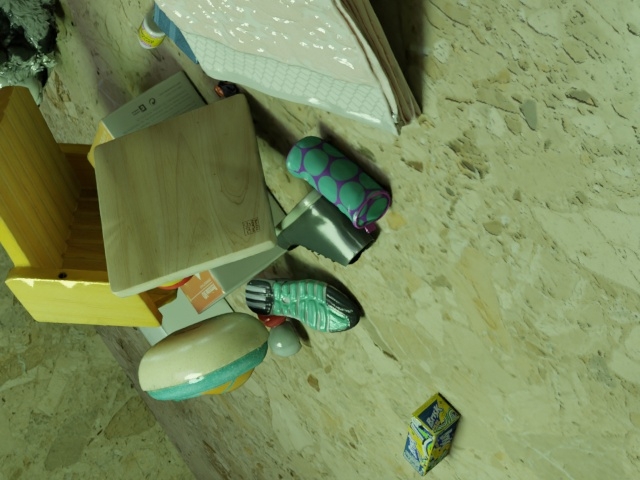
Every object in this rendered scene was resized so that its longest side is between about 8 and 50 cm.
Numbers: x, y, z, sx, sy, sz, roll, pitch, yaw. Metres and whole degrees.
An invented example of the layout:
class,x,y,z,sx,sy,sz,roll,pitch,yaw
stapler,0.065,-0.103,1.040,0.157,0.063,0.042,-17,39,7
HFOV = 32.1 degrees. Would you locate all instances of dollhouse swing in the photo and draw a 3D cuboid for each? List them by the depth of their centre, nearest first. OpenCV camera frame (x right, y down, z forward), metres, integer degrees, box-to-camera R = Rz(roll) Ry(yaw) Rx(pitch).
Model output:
class,x,y,z,sx,sy,sz,roll,pitch,yaw
dollhouse swing,-0.405,-0.082,1.957,0.305,0.315,0.347,93,180,-45

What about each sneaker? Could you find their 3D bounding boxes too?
class,x,y,z,sx,sy,sz,roll,pitch,yaw
sneaker,0.000,0.000,1.661,0.118,0.083,0.222,50,159,3
sneaker,-0.015,0.094,1.871,0.223,0.098,0.083,13,106,32

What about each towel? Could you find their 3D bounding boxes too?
class,x,y,z,sx,sy,sz,roll,pitch,yaw
towel,-0.070,-0.252,1.260,0.332,0.053,0.317,22,163,30
towel,-0.208,-0.324,1.680,0.119,0.029,0.067,47,146,24

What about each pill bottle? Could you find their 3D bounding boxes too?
class,x,y,z,sx,sy,sz,roll,pitch,yaw
pill bottle,-0.267,-0.333,1.773,0.043,0.043,0.083,55,158,-2

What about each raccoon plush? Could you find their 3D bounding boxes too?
class,x,y,z,sx,sy,sz,roll,pitch,yaw
raccoon plush,-0.631,-0.484,2.223,0.299,0.216,0.446,-179,85,-80

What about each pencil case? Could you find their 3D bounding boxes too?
class,x,y,z,sx,sy,sz,roll,pitch,yaw
pencil case,0.024,-0.080,1.521,0.151,0.064,0.070,42,139,30

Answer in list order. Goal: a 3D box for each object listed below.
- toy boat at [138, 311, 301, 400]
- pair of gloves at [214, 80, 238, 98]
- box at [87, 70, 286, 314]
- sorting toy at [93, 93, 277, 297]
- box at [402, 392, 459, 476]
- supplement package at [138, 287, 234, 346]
class,x,y,z,sx,sy,sz,roll,pitch,yaw
toy boat,-0.152,0.193,1.976,0.267,0.318,0.148,-20,99,42
pair of gloves,-0.157,-0.252,1.711,0.074,0.010,0.083,8,130,61
box,-0.220,-0.074,1.886,0.345,0.168,0.215,54,158,1
sorting toy,-0.196,-0.056,1.675,0.089,0.255,0.257,51,-157,-61
box,0.176,0.313,1.787,0.054,0.059,0.169,44,156,22
supplement package,-0.312,0.152,2.423,0.194,0.149,0.203,53,158,3
